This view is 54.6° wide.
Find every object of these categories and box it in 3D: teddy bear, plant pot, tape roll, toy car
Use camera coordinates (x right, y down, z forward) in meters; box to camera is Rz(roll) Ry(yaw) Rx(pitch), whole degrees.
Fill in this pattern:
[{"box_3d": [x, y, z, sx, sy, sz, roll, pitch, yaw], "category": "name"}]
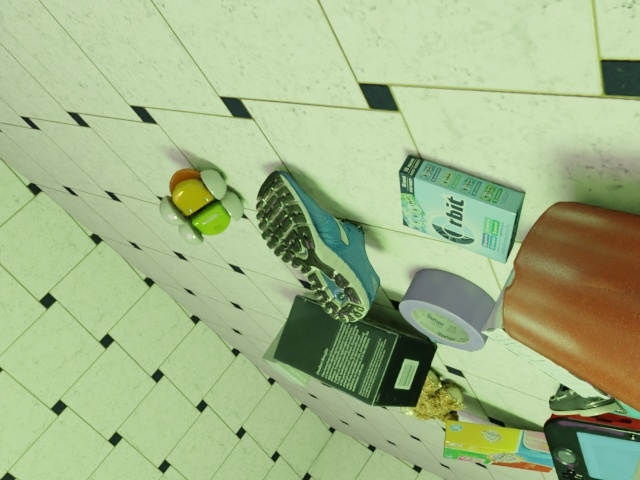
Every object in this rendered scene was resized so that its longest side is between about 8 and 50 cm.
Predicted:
[{"box_3d": [0.318, 0.480, 1.894, 0.245, 0.113, 0.338, 38, 158, -11], "category": "teddy bear"}, {"box_3d": [0.390, 0.082, 0.759, 0.265, 0.272, 0.272, 25, 159, 39], "category": "plant pot"}, {"box_3d": [0.263, 0.145, 1.276, 0.189, 0.080, 0.189, 28, 158, 12], "category": "tape roll"}, {"box_3d": [-0.280, -0.093, 1.436, 0.182, 0.159, 0.136, 54, -176, -46], "category": "toy car"}]

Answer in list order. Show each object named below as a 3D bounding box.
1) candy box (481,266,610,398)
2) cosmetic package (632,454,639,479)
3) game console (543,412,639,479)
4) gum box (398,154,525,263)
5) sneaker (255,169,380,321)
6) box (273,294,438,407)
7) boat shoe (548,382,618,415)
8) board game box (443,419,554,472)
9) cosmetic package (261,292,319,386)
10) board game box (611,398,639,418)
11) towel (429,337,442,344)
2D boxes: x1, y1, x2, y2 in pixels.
[{"box_3d": [0.373, 0.119, 0.949, 0.196, 0.165, 0.070, 32, 164, -2], "category": "candy box"}, {"box_3d": [0.595, 0.373, 0.909, 0.224, 0.225, 0.138, 11, 154, 41], "category": "cosmetic package"}, {"box_3d": [0.692, 0.514, 1.319, 0.386, 0.060, 0.342, 0, 118, 41], "category": "game console"}, {"box_3d": [0.216, -0.047, 0.973, 0.184, 0.041, 0.157, 22, 157, 21], "category": "gum box"}, {"box_3d": [0.000, 0.000, 1.237, 0.129, 0.147, 0.330, -34, 93, 39], "category": "sneaker"}, {"box_3d": [0.093, 0.284, 1.562, 0.294, 0.183, 0.296, 19, 175, 32], "category": "box"}, {"box_3d": [0.471, 0.281, 1.134, 0.075, 0.065, 0.206, -14, 168, -5], "category": "boat shoe"}, {"box_3d": [0.522, 0.603, 1.811, 0.316, 0.064, 0.242, 4, 151, 13], "category": "board game box"}, {"box_3d": [-0.044, 0.279, 1.763, 0.127, 0.238, 0.107, 40, 157, -23], "category": "cosmetic package"}, {"box_3d": [0.576, 0.226, 1.033, 0.254, 0.079, 0.336, 43, 156, -27], "category": "board game box"}, {"box_3d": [0.304, 0.227, 1.469, 0.119, 0.029, 0.067, 9, 150, 45], "category": "towel"}]
